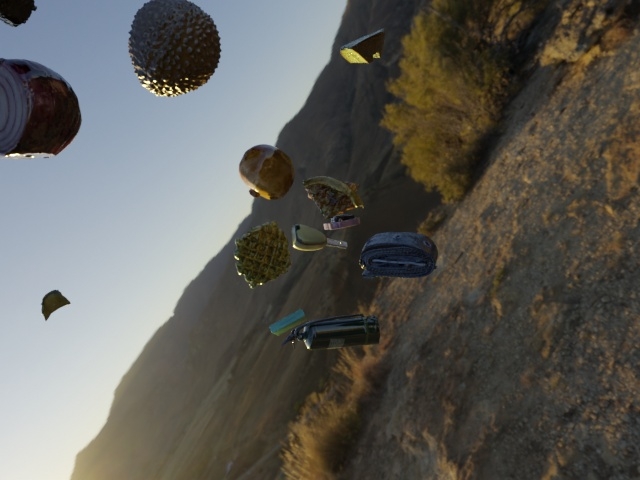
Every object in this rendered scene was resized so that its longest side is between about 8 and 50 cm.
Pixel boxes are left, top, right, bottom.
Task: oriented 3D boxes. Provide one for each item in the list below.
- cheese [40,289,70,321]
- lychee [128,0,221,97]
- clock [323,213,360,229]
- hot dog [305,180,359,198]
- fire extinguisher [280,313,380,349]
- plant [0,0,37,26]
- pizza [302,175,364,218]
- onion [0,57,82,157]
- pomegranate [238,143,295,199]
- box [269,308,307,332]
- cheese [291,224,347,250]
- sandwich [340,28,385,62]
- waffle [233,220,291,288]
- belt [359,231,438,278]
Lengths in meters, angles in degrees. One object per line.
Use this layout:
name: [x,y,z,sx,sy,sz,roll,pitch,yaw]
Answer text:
cheese: [-0.790,0.190,1.398,0.084,0.041,0.060,-51,-43,-29]
lychee: [-0.603,-0.791,1.977,0.380,0.380,0.432,-51,18,52]
clock: [0.109,-0.096,2.310,0.172,0.064,0.198,-12,5,-14]
hot dog: [0.055,-0.242,2.277,0.109,0.269,0.072,-15,-80,-75]
fire extinguisher: [0.028,0.280,1.443,0.093,0.294,0.118,-108,21,-48]
plant: [-0.832,-0.649,1.201,0.142,0.131,0.203,-50,-20,0]
pizza: [0.042,-0.173,2.049,0.058,0.292,0.197,-51,-17,-56]
onion: [-0.848,-0.372,1.405,0.336,0.282,0.260,-16,-1,24]
pomegranate: [-0.229,-0.285,2.023,0.248,0.248,0.248,-56,5,7]
box: [-0.140,0.368,2.136,0.162,0.041,0.229,-28,-13,-5]
cheese: [0.000,0.000,2.023,0.127,0.251,0.054,-99,28,-43]
sandwich: [0.168,-0.725,1.810,0.090,0.088,0.244,10,39,41]
waffle: [-0.269,0.067,2.298,0.317,0.297,0.073,-27,24,-34]
belt: [0.229,0.036,1.379,0.128,0.218,0.122,-50,-43,-57]
